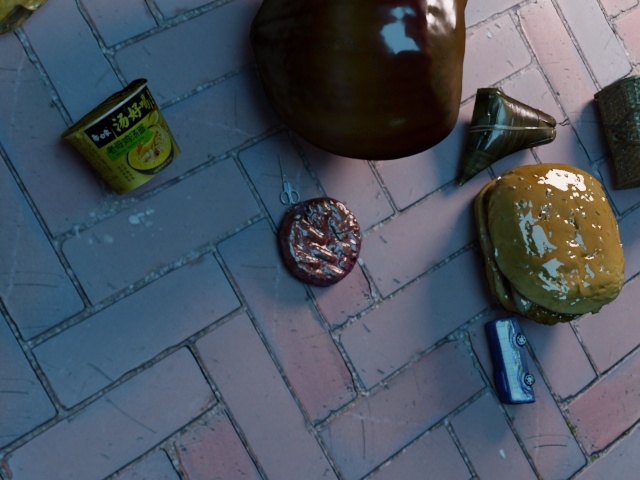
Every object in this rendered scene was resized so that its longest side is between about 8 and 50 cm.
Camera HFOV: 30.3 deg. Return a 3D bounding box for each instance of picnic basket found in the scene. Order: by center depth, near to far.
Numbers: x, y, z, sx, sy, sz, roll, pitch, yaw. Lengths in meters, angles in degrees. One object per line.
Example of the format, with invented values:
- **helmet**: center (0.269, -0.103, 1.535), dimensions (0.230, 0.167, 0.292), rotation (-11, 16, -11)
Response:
- **picnic basket**: center (0.615, -0.206, 2.231), dimensions (0.154, 0.134, 0.196), rotation (-10, 84, -29)

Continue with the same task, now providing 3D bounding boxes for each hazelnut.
- **hazelnut**: center (0.075, -0.329, 1.847), dimensions (0.359, 0.359, 0.409), rotation (8, 66, -27)

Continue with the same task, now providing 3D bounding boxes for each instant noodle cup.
- **instant noodle cup**: center (-0.282, -0.148, 1.721), dimensions (0.151, 0.151, 0.122), rotation (-45, 108, -29)

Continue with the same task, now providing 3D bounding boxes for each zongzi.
- **zongzi**: center (0.337, -0.161, 2.105), dimensions (0.187, 0.084, 0.184), rotation (17, 85, -29)

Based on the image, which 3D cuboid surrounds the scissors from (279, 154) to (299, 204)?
- **scissors**: center (-0.056, -0.098, 1.908), dimensions (0.036, 0.006, 0.083), rotation (-9, 83, -32)

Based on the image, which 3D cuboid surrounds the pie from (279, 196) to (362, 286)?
- **pie**: center (0.000, 0.000, 1.899), dimensions (0.154, 0.036, 0.154), rotation (8, 74, -28)

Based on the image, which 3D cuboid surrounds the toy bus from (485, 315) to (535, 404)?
- **toy bus**: center (0.326, 0.207, 2.024), dimensions (0.061, 0.051, 0.153), rotation (-8, 82, -17)

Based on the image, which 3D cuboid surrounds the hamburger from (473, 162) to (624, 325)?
- **hamburger**: center (0.400, 0.003, 2.048), dimensions (0.259, 0.144, 0.283), rotation (-8, 79, -30)

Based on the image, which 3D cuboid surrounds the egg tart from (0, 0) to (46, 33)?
- **egg tart**: center (-0.499, -0.431, 1.681), dimensions (0.290, 0.115, 0.290), rotation (6, 77, -28)
